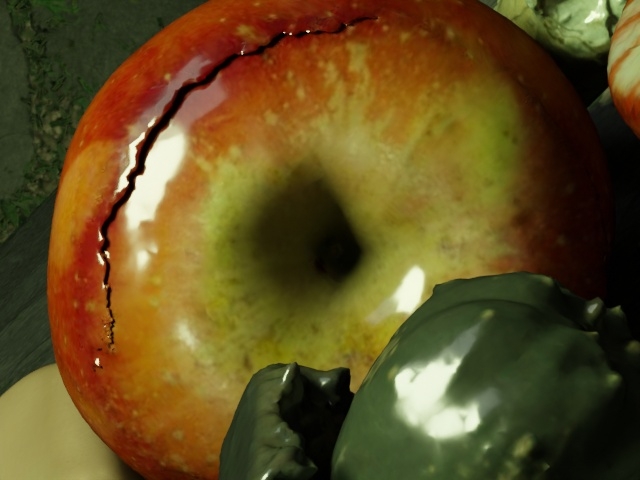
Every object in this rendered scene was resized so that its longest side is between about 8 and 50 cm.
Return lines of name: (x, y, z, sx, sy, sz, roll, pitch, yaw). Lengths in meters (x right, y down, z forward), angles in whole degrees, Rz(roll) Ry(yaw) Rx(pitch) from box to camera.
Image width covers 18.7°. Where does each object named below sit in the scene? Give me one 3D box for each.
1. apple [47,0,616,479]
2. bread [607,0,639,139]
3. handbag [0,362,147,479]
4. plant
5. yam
apple: (0.000, 0.000, 0.921, 0.272, 0.251, 0.206, -56, 9, 1)
bread: (0.265, -0.131, 0.789, 0.328, 0.114, 0.295, -30, 22, 54)
handbag: (-0.164, 0.229, 0.952, 0.302, 0.149, 0.283, -44, 22, 1)
plant: (0.031, 0.124, 0.688, 0.256, 0.164, 0.142, -53, 11, 21)
yam: (0.101, -0.081, 1.091, 0.083, 0.083, 0.371, -51, 1, -17)
